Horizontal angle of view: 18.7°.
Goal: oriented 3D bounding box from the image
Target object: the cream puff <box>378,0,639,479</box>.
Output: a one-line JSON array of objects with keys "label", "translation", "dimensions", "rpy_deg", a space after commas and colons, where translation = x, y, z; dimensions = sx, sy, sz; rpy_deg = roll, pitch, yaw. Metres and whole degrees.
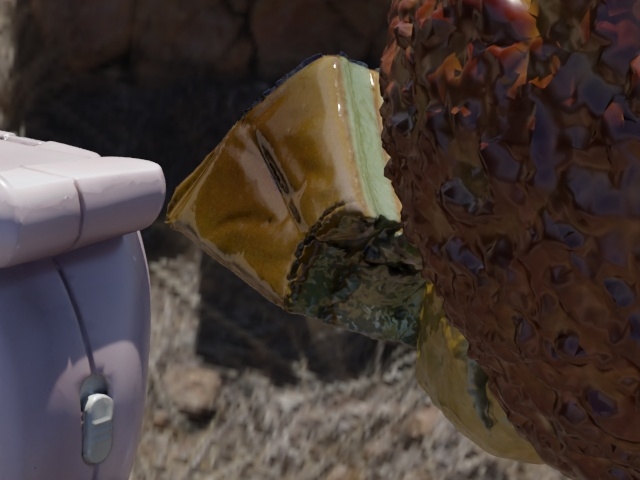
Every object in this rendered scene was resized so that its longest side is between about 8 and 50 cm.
[{"label": "cream puff", "translation": [0.152, -0.084, 0.623], "dimensions": [0.229, 0.350, 0.350], "rpy_deg": [42, 45, -35]}]

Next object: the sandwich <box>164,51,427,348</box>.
[{"label": "sandwich", "translation": [0.000, 0.000, 1.575], "dimensions": [0.155, 0.227, 0.198], "rpy_deg": [20, 44, -36]}]

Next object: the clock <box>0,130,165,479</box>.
[{"label": "clock", "translation": [-0.245, 0.092, 1.283], "dimensions": [0.184, 0.325, 0.342], "rpy_deg": [-7, 14, -44]}]

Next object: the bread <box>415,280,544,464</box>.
[{"label": "bread", "translation": [0.174, 0.045, 1.404], "dimensions": [0.244, 0.134, 0.244], "rpy_deg": [-23, 26, 12]}]
